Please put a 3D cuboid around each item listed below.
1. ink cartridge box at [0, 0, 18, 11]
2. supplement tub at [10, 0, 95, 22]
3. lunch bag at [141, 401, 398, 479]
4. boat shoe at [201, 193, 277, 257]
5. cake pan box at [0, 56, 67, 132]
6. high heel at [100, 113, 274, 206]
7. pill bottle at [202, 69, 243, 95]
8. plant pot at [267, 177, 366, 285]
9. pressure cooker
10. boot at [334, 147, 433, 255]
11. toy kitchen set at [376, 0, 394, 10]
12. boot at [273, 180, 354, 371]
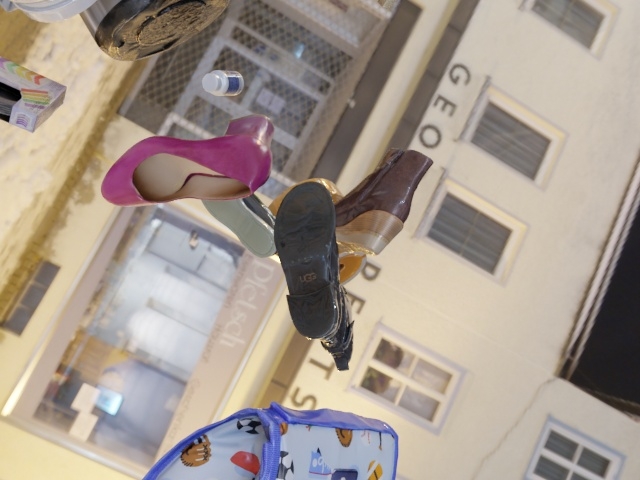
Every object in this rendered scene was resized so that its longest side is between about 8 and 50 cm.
[{"bbox_3d":[-0.833,-0.840,1.822,0.091,0.308,0.385,-34,-170,43],"label":"ink cartridge box"},{"bbox_3d":[-0.534,-0.571,1.109,0.241,0.241,0.331,-65,157,-17],"label":"supplement tub"},{"bbox_3d":[-0.082,0.401,0.910,0.385,0.328,0.239,-53,-128,8],"label":"lunch bag"},{"bbox_3d":[-0.151,-0.059,1.220,0.081,0.228,0.069,-47,166,24],"label":"boat shoe"},{"bbox_3d":[-0.891,-0.425,1.836,0.267,0.246,0.070,-88,-156,-59],"label":"cake pan box"},{"bbox_3d":[-0.254,-0.103,1.116,0.377,0.127,0.181,-21,-143,24],"label":"high heel"},{"bbox_3d":[-0.264,-0.424,1.728,0.067,0.067,0.120,-56,167,25],"label":"pill bottle"},{"bbox_3d":[0.000,0.000,1.412,0.205,0.205,0.188,-55,-127,27],"label":"plant pot"},{"bbox_3d":[-0.448,-0.691,1.519,0.375,0.420,0.370,-30,-176,2],"label":"pressure cooker"},{"bbox_3d":[0.088,-0.080,1.221,0.248,0.090,0.207,16,-107,54],"label":"boot"},{"bbox_3d":[0.114,-0.499,1.215,0.083,0.075,0.068,-55,-141,28],"label":"toy kitchen set"},{"bbox_3d":[0.003,0.063,1.005,0.229,0.091,0.263,54,31,-69],"label":"boot"}]
